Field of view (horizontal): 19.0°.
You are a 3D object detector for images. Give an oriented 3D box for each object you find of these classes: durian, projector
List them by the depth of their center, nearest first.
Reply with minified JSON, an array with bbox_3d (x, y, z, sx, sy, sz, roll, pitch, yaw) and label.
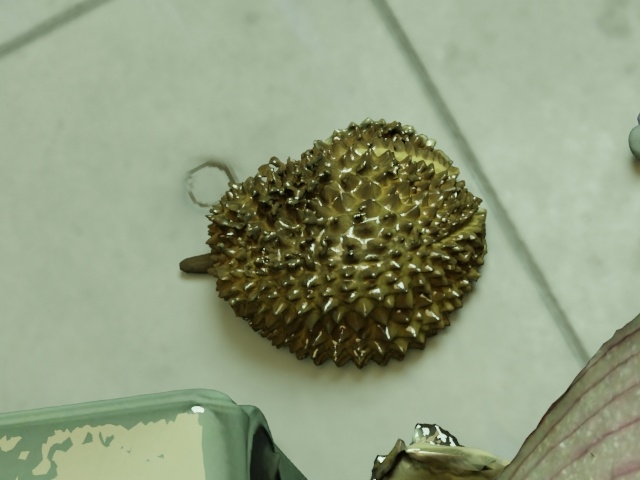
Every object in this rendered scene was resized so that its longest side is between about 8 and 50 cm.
[{"bbox_3d":[-0.092,0.134,0.692,0.192,0.256,0.099,-9,72,5],"label":"projector"},{"bbox_3d":[-0.001,-0.003,0.821,0.140,0.071,0.110,-8,71,11],"label":"durian"}]

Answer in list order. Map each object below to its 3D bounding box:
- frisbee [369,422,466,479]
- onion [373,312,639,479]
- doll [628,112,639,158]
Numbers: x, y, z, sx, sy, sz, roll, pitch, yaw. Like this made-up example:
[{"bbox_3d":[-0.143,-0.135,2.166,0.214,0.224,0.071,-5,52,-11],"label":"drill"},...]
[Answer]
[{"bbox_3d":[0.089,0.153,0.787,0.211,0.012,0.187,-32,70,-2],"label":"frisbee"},{"bbox_3d":[0.188,0.156,0.649,0.256,0.230,0.272,-43,29,29],"label":"onion"},{"bbox_3d":[0.212,-0.097,0.812,0.102,0.075,0.227,27,88,26],"label":"doll"}]
